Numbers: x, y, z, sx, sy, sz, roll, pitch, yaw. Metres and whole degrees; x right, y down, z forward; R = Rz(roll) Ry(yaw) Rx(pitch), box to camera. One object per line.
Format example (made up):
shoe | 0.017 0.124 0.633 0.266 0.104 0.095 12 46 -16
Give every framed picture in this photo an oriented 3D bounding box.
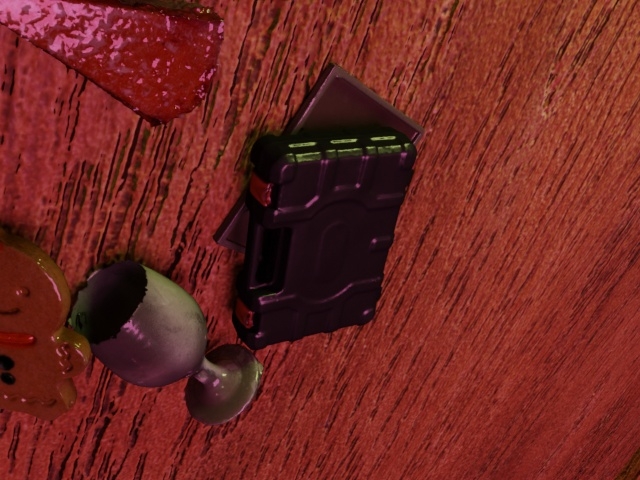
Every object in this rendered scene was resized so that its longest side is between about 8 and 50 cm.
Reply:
framed picture | 0.006 -0.072 0.872 0.189 0.023 0.260 23 108 -43

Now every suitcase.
suitcase | 0.000 0.000 0.864 0.206 0.066 0.286 -10 127 -29

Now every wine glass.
wine glass | -0.178 0.126 0.824 0.126 0.126 0.241 -41 135 -2

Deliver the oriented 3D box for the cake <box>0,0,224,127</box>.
cake | -0.204 -0.165 0.608 0.220 0.086 0.117 -5 123 -34

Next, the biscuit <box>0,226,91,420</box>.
biscuit | -0.316 0.088 0.702 0.165 0.036 0.226 11 117 4
